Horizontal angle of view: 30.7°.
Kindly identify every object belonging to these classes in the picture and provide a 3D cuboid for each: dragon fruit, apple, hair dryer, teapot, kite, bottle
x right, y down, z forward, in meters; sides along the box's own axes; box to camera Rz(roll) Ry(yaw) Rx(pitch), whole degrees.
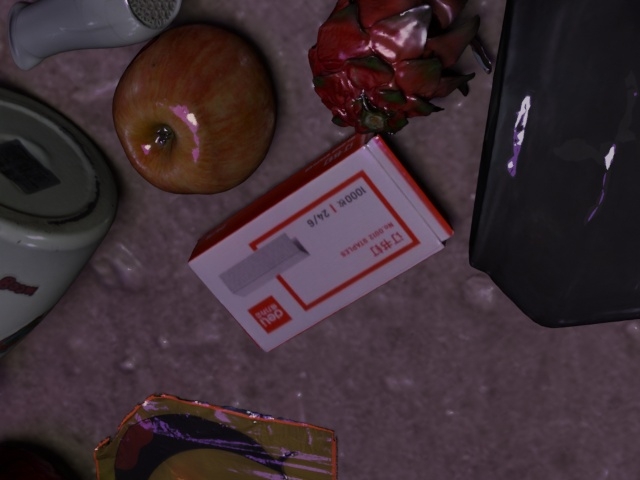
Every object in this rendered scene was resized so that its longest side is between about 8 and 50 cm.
[{"bbox_3d":[0.058,-0.150,0.949,0.142,0.130,0.121,-29,96,-8],"label":"dragon fruit"},{"bbox_3d":[-0.110,-0.109,1.013,0.146,0.131,0.146,9,120,17],"label":"apple"},{"bbox_3d":[-0.219,-0.278,1.015,0.206,0.075,0.237,-2,96,43],"label":"hair dryer"},{"bbox_3d":[0.297,-0.084,0.782,0.362,0.376,0.305,8,74,6],"label":"teapot"},{"bbox_3d":[-0.105,0.311,1.254,0.327,0.013,0.377,47,117,-6],"label":"kite"},{"bbox_3d":[-0.368,0.033,1.120,0.229,0.229,0.351,40,121,-1],"label":"bottle"}]

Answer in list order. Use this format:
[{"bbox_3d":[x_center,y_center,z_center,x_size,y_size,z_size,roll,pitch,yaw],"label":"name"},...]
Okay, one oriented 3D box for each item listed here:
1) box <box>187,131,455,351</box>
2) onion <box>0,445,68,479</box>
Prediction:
[{"bbox_3d":[0.000,0.000,1.061,0.229,0.050,0.123,-32,108,26],"label":"box"},{"bbox_3d":[-0.313,0.357,1.248,0.195,0.272,0.272,13,126,-37],"label":"onion"}]
